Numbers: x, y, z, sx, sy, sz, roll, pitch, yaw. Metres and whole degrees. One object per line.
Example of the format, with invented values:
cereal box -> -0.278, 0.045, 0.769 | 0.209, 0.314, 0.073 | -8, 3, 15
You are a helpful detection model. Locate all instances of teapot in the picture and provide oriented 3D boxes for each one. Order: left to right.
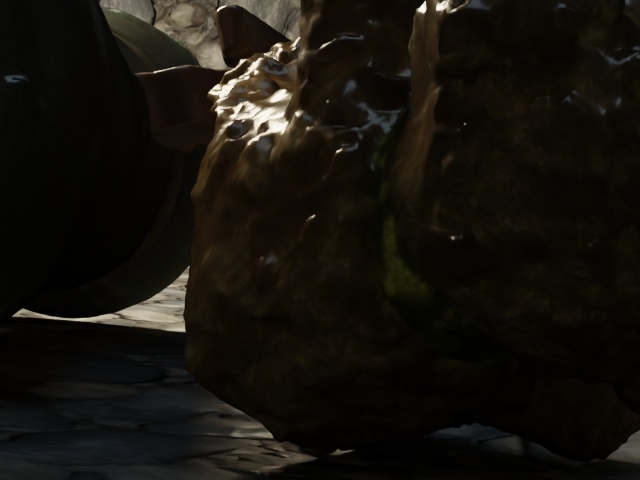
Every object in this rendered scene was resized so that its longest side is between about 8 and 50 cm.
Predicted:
teapot -> -0.167, -0.065, 0.881 | 0.300, 0.253, 0.344 | -12, -4, 12

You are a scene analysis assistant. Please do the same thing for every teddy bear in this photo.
teddy bear -> 0.060, -0.024, 0.664 | 0.223, 0.246, 0.296 | -23, 7, 15
